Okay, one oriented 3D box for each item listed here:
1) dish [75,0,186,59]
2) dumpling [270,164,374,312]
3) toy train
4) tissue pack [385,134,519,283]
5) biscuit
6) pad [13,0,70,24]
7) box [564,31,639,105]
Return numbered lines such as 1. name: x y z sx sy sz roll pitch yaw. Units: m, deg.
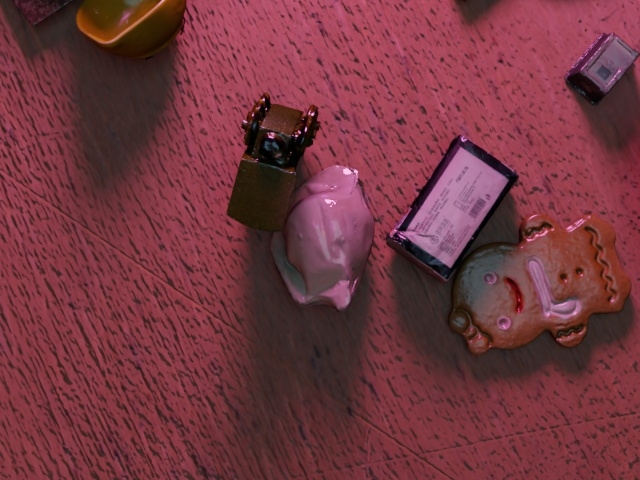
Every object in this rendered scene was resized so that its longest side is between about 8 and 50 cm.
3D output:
1. dish: -0.229 -0.293 1.741 0.149 0.080 0.207 -7 45 25
2. dumpling: 0.000 0.000 1.748 0.136 0.118 0.199 -6 67 14
3. toy train: -0.060 -0.103 1.699 0.090 0.225 0.137 16 105 0
4. tissue pack: 0.170 -0.039 1.764 0.103 0.090 0.170 35 86 -2
5. biscuit: 0.284 0.060 1.794 0.249 0.035 0.184 -16 89 -2
6. pad: -0.321 -0.402 1.774 0.235 0.003 0.158 -35 77 -3
7. box: 0.375 -0.231 1.791 0.060 0.063 0.084 41 87 0
